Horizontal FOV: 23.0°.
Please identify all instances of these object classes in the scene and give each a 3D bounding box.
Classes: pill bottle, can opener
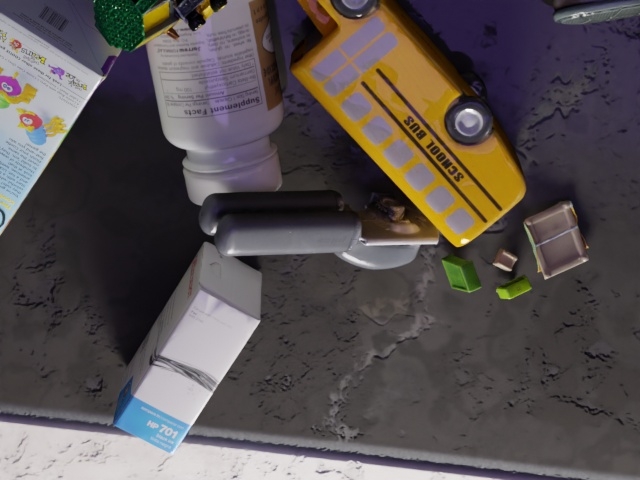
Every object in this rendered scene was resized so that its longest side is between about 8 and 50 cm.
[{"bbox_3d":[-0.107,-0.159,1.636,0.131,0.131,0.229,-8,110,3],"label":"pill bottle"},{"bbox_3d":[0.000,0.000,1.661,0.283,0.076,0.095,-2,126,-34],"label":"can opener"}]

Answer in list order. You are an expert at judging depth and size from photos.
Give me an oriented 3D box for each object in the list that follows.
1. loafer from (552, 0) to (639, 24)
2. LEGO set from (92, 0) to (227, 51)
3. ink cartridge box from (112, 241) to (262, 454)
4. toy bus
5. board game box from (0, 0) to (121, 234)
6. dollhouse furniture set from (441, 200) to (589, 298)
[{"bbox_3d":[0.363,-0.282,1.620,0.267,0.096,0.084,-10,90,-3],"label":"loafer"},{"bbox_3d":[-0.155,-0.358,1.462,0.331,0.192,0.255,48,135,3],"label":"LEGO set"},{"bbox_3d":[-0.145,0.116,1.732,0.082,0.139,0.190,31,108,-12],"label":"ink cartridge box"},{"bbox_3d":[0.081,-0.159,1.647,0.130,0.108,0.332,-40,105,15],"label":"toy bus"},{"bbox_3d":[-0.310,-0.153,1.582,0.144,0.142,0.275,33,131,-11],"label":"board game box"},{"bbox_3d":[0.218,0.015,1.754,0.152,0.058,0.076,-24,102,-11],"label":"dollhouse furniture set"}]
